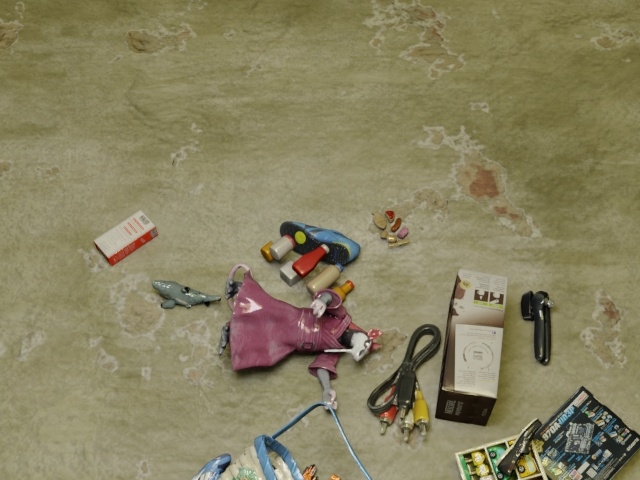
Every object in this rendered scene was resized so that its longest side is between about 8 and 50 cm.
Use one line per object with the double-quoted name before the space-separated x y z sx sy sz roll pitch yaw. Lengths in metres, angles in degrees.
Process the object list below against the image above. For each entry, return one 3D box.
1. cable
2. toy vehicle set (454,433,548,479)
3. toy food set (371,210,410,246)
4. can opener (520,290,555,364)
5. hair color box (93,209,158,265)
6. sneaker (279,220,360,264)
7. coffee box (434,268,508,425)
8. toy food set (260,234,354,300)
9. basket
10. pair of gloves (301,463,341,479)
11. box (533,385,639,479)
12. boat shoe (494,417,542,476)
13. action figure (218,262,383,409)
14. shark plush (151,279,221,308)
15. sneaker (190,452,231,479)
"cable" 0.194 0.314 1.957 0.139 0.072 0.287 1 43 21
"toy vehicle set" 0.394 0.542 1.771 0.166 0.035 0.267 -19 63 4
"toy food set" 0.180 -0.031 2.182 0.078 0.019 0.122 -12 51 -8
"can opener" 0.514 0.200 2.019 0.059 0.073 0.186 21 54 -33
"hair color box" -0.482 -0.007 2.154 0.141 0.043 0.072 -36 64 -19
"sneaker" 0.000 0.000 2.144 0.209 0.069 0.082 20 26 22
"coffee box" 0.334 0.237 1.922 0.118 0.168 0.297 9 57 6
"toy food set" -0.029 0.057 2.072 0.104 0.111 0.232 -38 67 -23
"basket" -0.047 0.497 1.726 0.289 0.201 0.255 -33 61 -1
"pair of gloves" -0.005 0.518 1.836 0.083 0.010 0.074 23 65 13
"box" 0.556 0.445 1.856 0.220 0.051 0.175 -38 64 -21
"boat shoe" 0.413 0.422 1.774 0.042 0.049 0.133 37 85 29
"action figure" -0.042 0.212 1.971 0.370 0.248 0.276 8 14 -9
"shark plush" -0.319 0.132 2.050 0.161 0.067 0.073 20 60 13
"sneaker" -0.234 0.510 1.821 0.059 0.053 0.144 39 74 23
